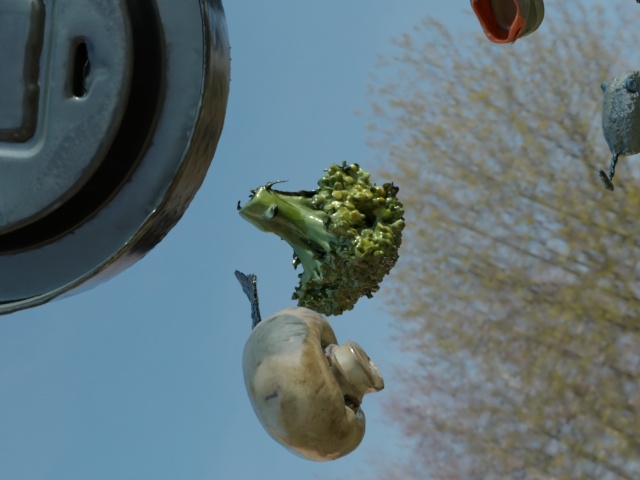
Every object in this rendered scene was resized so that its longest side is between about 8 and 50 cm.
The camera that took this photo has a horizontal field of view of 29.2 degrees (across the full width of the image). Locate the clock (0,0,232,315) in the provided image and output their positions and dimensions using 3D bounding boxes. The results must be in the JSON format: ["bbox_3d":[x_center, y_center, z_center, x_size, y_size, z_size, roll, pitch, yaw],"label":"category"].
[{"bbox_3d":[-0.205,-0.108,0.765,0.312,0.313,0.061,-68,-14,5],"label":"clock"}]

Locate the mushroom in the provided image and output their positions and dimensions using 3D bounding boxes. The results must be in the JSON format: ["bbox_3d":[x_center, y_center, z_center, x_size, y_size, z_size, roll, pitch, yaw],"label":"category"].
[{"bbox_3d":[-0.008,0.144,1.263,0.127,0.166,0.166,-29,-28,4],"label":"mushroom"}]

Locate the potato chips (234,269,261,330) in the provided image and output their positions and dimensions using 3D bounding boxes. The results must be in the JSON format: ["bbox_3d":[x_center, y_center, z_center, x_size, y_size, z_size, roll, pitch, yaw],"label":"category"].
[{"bbox_3d":[-0.115,0.109,2.107,0.026,0.209,0.142,-10,-48,-12],"label":"potato chips"}]

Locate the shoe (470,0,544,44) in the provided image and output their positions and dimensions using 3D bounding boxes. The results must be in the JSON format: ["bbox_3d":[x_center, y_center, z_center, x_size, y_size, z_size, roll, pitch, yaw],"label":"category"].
[{"bbox_3d":[0.172,-0.291,1.277,0.194,0.074,0.077,63,-146,-18],"label":"shoe"}]

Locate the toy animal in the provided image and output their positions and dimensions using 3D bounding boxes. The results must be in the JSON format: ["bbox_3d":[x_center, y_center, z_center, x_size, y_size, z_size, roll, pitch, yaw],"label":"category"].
[{"bbox_3d":[0.405,-0.141,1.669,0.070,0.079,0.253,-30,26,47],"label":"toy animal"}]

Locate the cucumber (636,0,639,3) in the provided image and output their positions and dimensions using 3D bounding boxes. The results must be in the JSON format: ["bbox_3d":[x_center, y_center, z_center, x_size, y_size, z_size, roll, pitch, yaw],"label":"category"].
[{"bbox_3d":[0.382,-0.370,1.655,0.044,0.257,0.043,-51,28,35],"label":"cucumber"}]

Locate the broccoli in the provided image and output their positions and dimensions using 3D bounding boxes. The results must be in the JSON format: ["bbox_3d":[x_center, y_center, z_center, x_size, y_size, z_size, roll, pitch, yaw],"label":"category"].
[{"bbox_3d":[0.012,0.011,1.938,0.273,0.180,0.242,13,-55,-23],"label":"broccoli"}]
